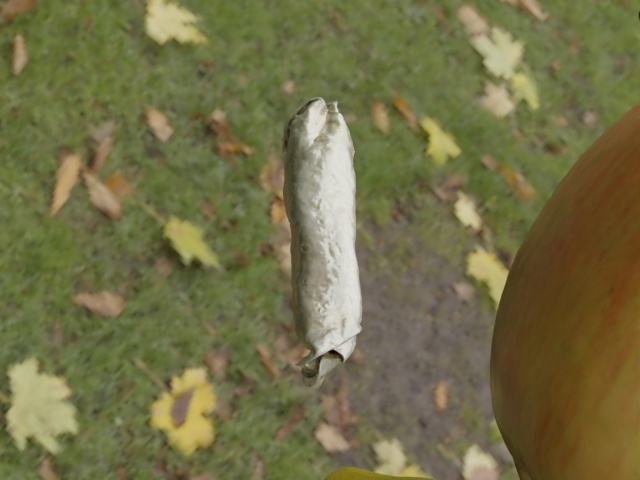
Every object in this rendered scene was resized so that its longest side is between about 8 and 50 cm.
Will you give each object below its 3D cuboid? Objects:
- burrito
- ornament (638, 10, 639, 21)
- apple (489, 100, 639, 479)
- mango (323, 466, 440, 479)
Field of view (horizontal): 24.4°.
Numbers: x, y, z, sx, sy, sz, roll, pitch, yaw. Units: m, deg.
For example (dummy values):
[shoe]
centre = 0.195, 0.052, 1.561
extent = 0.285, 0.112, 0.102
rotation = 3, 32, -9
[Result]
[burrito]
centre = 0.000, 0.000, 1.321
extent = 0.059, 0.082, 0.275
rotation = 12, 55, -24
[ornament]
centre = 0.308, -0.116, 1.093
extent = 0.180, 0.201, 0.059
rotation = 42, 35, 10
[apple]
centre = 0.275, 0.090, 0.799
extent = 0.346, 0.391, 0.391
rotation = -31, 75, -11
[mango]
centre = 0.081, 0.268, 1.305
extent = 0.085, 0.191, 0.122
rotation = 69, 32, -53
